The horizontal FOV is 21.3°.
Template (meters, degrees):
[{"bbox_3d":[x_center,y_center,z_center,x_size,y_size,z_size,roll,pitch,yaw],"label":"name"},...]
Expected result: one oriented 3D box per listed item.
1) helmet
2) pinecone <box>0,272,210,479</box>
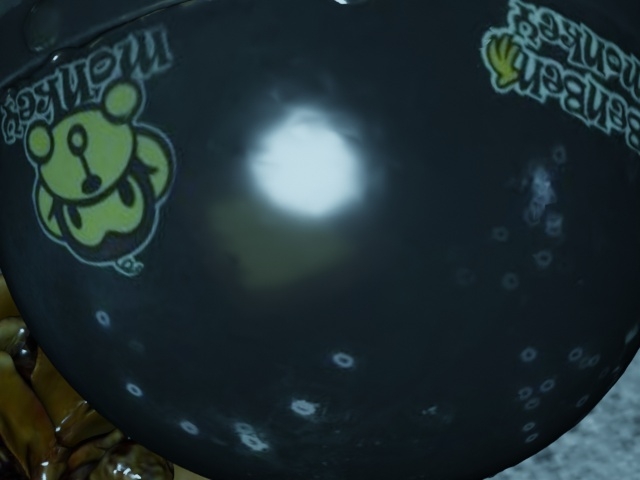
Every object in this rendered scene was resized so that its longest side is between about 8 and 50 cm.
[{"bbox_3d":[0.000,0.000,0.551,0.230,0.161,0.278,-19,154,36],"label":"helmet"},{"bbox_3d":[-0.118,0.103,0.691,0.185,0.169,0.212,21,140,-21],"label":"pinecone"}]
